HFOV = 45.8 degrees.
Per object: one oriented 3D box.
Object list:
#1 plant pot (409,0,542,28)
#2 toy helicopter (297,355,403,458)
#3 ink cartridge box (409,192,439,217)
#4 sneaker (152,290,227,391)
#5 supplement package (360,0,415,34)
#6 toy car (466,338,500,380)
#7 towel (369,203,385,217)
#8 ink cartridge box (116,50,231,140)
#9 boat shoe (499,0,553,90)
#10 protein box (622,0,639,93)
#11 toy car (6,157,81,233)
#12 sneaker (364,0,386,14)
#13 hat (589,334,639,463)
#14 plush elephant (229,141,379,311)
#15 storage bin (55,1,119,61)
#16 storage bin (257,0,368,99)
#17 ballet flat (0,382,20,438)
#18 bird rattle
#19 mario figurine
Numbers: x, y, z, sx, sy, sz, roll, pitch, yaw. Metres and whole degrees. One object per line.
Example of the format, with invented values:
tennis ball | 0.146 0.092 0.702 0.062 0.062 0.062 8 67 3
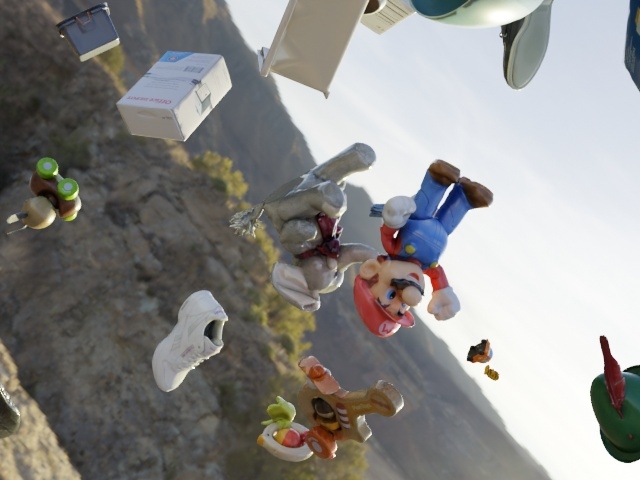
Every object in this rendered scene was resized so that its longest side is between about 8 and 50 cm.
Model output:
plant pot | 0.334 -0.529 1.457 0.195 0.290 0.290 17 17 -33
toy helicopter | 0.061 0.377 1.802 0.355 0.140 0.235 -27 -84 51
ink cartridge box | 0.251 -0.061 1.809 0.115 0.063 0.029 47 27 -25
sneaker | -0.354 0.292 2.049 0.152 0.305 0.114 36 15 35
supplement package | 0.146 -0.747 2.090 0.204 0.145 0.262 22 59 -37
toy car | 0.306 0.235 1.417 0.040 0.060 0.122 36 27 -12
towel | 0.187 -0.076 1.909 0.067 0.119 0.029 -40 131 -65
ink cartridge box | -0.288 -0.290 1.502 0.139 0.191 0.082 11 -40 25
boat shoe | 0.538 -0.582 2.033 0.113 0.127 0.340 34 -53 52
protein box | 0.746 -0.423 1.607 0.201 0.136 0.200 -88 170 -48
toy car | -0.727 -0.090 1.937 0.149 0.188 0.155 44 -30 5
sneaker | 0.091 -0.638 1.854 0.106 0.123 0.290 52 -8 -37
hat | 0.494 0.275 1.354 0.183 0.209 0.173 19 0 -16
plush elephant | 0.000 0.000 1.576 0.255 0.330 0.272 58 26 -16
storage bin | -0.554 -0.501 1.829 0.091 0.135 0.098 61 -13 -5
storage bin | -0.004 -0.409 1.297 0.123 0.262 0.260 19 20 -14
ballet flat | -0.472 0.233 1.094 0.049 0.057 0.173 55 -28 36
bird rattle | -0.080 0.607 2.297 0.253 0.143 0.207 31 27 18
mario figurine | 0.180 0.030 1.307 0.198 0.321 0.170 31 5 11
